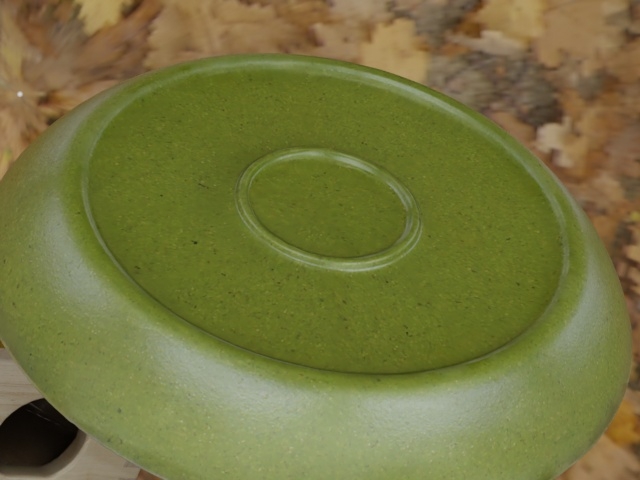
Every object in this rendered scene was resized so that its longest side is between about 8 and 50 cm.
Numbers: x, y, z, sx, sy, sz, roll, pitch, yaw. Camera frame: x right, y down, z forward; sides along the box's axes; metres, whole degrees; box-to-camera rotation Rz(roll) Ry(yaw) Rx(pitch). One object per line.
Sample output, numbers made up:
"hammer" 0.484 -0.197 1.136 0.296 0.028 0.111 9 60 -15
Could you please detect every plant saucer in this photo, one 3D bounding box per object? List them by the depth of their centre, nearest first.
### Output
"plant saucer" 0.000 0.000 0.701 0.241 0.241 0.037 6 130 -9

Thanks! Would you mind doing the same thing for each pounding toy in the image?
"pounding toy" -0.118 0.077 1.012 0.206 0.181 0.094 7 116 -35
